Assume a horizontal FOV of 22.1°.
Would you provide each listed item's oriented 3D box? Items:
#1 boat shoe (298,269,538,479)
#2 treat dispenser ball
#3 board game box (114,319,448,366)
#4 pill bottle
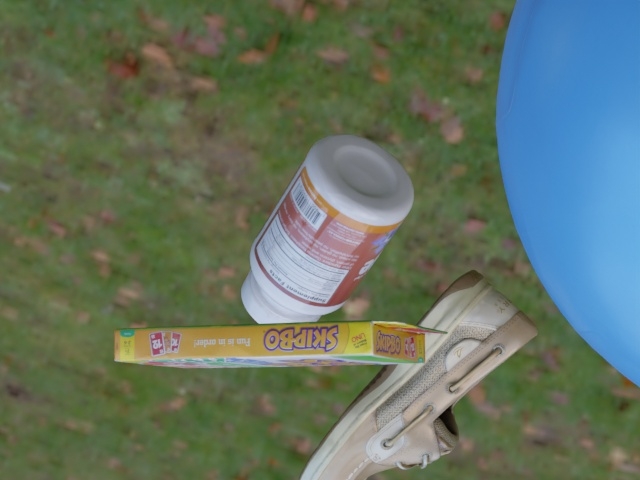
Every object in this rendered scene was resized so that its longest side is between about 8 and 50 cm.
[{"bbox_3d":[0.093,0.191,1.738,0.110,0.341,0.121,40,-161,9],"label":"boat shoe"},{"bbox_3d":[0.218,-0.055,0.689,0.288,0.288,0.288,13,154,7],"label":"treat dispenser ball"},{"bbox_3d":[-0.031,0.088,1.385,0.259,0.039,0.124,-6,171,23],"label":"board game box"},{"bbox_3d":[0.000,0.000,1.725,0.121,0.121,0.216,23,131,-12],"label":"pill bottle"}]
